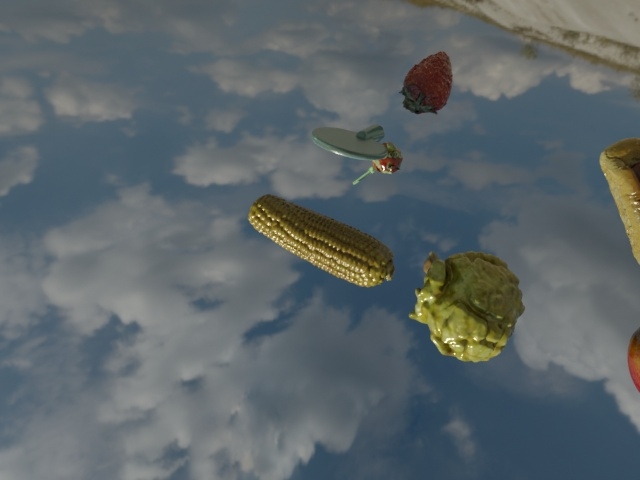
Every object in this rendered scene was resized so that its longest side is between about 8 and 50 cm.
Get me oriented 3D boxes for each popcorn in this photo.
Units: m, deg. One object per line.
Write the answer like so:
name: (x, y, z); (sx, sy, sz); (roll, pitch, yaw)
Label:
popcorn: (0.340, 0.144, 1.112); (0.257, 0.224, 0.271); (3, -129, -27)

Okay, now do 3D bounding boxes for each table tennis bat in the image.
table tennis bat: (0.076, -0.206, 0.988); (0.152, 0.040, 0.244); (24, -153, 17)

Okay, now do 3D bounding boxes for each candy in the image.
candy: (0.150, -0.200, 1.383); (0.078, 0.084, 0.287); (-21, 176, -20)

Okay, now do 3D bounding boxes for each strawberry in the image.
strawberry: (0.262, -0.370, 1.156); (0.148, 0.131, 0.131); (-40, -132, -17)

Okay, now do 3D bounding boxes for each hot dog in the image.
hot dog: (0.574, -0.065, 0.847); (0.084, 0.243, 0.073); (-18, 178, 10)

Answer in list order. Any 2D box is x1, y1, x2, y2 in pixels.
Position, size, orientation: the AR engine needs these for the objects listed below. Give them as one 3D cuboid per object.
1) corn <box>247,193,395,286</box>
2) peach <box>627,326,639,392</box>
corn: (0.000, 0.000, 1.093); (0.363, 0.121, 0.120); (25, -141, 14)
peach: (0.532, 0.193, 0.726); (0.151, 0.151, 0.118); (30, -123, 35)
